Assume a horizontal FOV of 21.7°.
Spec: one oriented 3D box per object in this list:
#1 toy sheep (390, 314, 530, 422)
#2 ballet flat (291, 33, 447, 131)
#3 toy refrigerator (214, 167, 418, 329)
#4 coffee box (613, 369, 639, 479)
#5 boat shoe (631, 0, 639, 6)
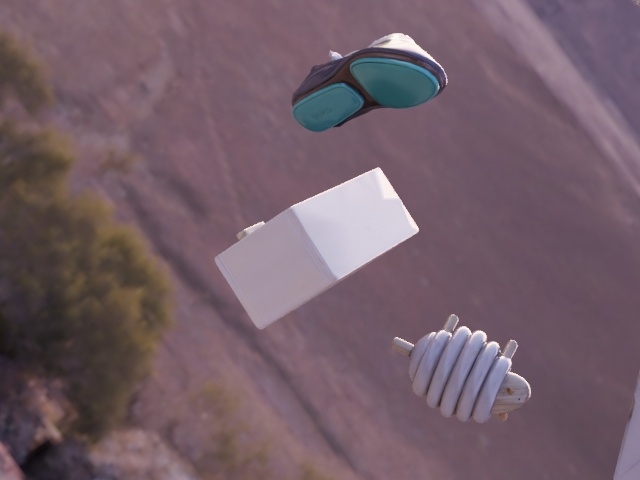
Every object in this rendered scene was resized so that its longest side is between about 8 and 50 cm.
[{"bbox_3d":[0.124,0.116,1.487,0.132,0.091,0.091,20,9,14],"label":"toy sheep"},{"bbox_3d":[0.048,-0.151,1.493,0.074,0.203,0.074,7,77,-35],"label":"ballet flat"},{"bbox_3d":[0.000,0.000,1.721,0.094,0.102,0.269,57,24,2],"label":"toy refrigerator"},{"bbox_3d":[0.412,0.201,1.611,0.246,0.141,0.098,21,-8,-35],"label":"coffee box"},{"bbox_3d":[0.374,-0.298,1.290,0.119,0.335,0.121,17,41,-52],"label":"boat shoe"}]
